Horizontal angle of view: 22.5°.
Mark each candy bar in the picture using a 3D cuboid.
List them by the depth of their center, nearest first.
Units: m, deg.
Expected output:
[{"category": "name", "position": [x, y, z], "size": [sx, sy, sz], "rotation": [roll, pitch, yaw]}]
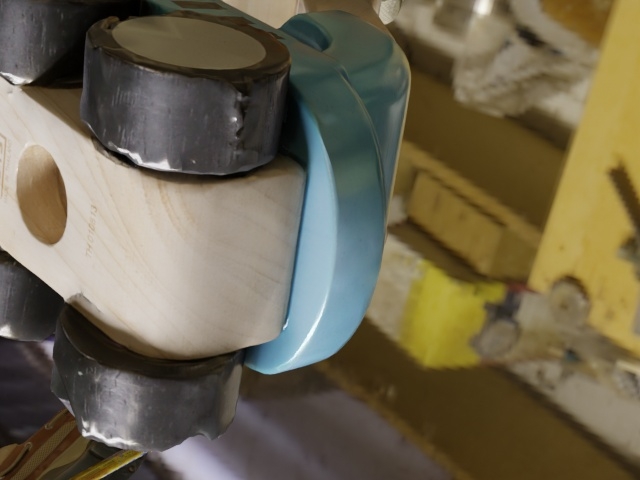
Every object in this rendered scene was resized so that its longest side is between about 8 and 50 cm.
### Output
[{"category": "candy bar", "position": [-0.264, 0.274, 1.905], "size": [0.040, 0.018, 0.161], "rotation": [-20, -177, 44]}]

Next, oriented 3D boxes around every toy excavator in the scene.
[{"category": "toy excavator", "position": [-0.042, -0.085, 1.063], "size": [0.445, 0.222, 0.433], "rotation": [-10, -150, -38]}]

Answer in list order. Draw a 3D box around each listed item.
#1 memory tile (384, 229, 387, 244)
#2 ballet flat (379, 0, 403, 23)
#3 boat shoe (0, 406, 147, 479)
[{"category": "memory tile", "position": [0.000, 0.000, 1.374], "size": [0.148, 0.113, 0.012], "rotation": [-35, -131, -29]}, {"category": "ballet flat", "position": [0.046, -0.262, 1.417], "size": [0.057, 0.168, 0.052], "rotation": [-8, -151, -2]}, {"category": "boat shoe", "position": [-0.371, 0.320, 2.062], "size": [0.324, 0.122, 0.120], "rotation": [-38, -132, -17]}]
